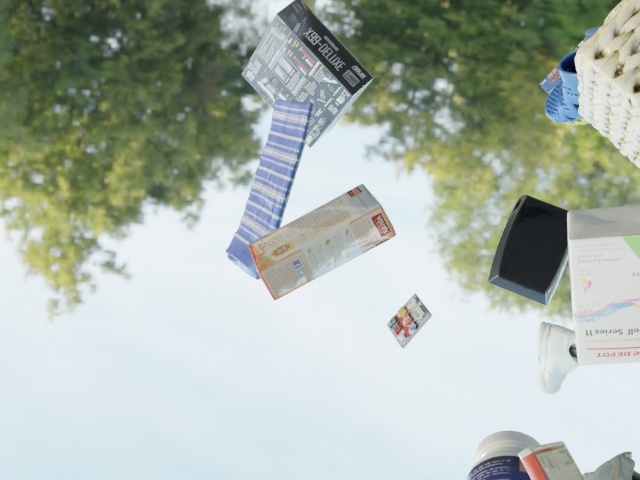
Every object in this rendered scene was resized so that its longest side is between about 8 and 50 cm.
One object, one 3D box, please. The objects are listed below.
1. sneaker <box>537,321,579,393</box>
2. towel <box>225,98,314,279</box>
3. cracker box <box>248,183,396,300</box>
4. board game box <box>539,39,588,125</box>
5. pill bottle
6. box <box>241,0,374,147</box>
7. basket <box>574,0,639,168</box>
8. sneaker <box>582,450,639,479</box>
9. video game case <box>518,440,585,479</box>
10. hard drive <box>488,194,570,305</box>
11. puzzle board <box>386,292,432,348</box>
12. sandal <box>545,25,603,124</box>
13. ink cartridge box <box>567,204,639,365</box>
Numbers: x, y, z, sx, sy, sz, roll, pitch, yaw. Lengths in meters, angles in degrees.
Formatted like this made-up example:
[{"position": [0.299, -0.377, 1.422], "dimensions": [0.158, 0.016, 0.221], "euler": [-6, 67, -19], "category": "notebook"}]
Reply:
[{"position": [0.502, 0.254, 2.342], "dimensions": [0.094, 0.212, 0.080], "euler": [5, -129, 20], "category": "sneaker"}, {"position": [-0.098, -0.103, 2.121], "dimensions": [0.040, 0.336, 0.243], "euler": [16, -176, -17], "category": "towel"}, {"position": [0.000, 0.000, 1.910], "dimensions": [0.232, 0.067, 0.156], "euler": [-29, -162, 0], "category": "cracker box"}, {"position": [0.592, -0.350, 2.523], "dimensions": [0.201, 0.136, 0.035], "euler": [27, -157, -48], "category": "board game box"}, {"position": [0.307, 0.440, 1.839], "dimensions": [0.153, 0.153, 0.264], "euler": [12, -149, 4], "category": "pill bottle"}, {"position": [-0.036, -0.368, 2.532], "dimensions": [0.242, 0.307, 0.076], "euler": [47, -115, 1], "category": "box"}, {"position": [0.496, -0.209, 1.330], "dimensions": [0.266, 0.331, 0.328], "euler": [41, -176, 14], "category": "basket"}, {"position": [0.578, 0.483, 1.960], "dimensions": [0.262, 0.121, 0.099], "euler": [48, -163, 3], "category": "sneaker"}, {"position": [0.384, 0.423, 1.612], "dimensions": [0.285, 0.025, 0.204], "euler": [63, -161, 18], "category": "video game case"}, {"position": [0.524, 0.016, 2.755], "dimensions": [0.172, 0.254, 0.054], "euler": [22, 157, 6], "category": "hard drive"}, {"position": [0.191, 0.172, 2.454], "dimensions": [0.011, 0.096, 0.128], "euler": [37, -172, -21], "category": "puzzle board"}, {"position": [0.513, -0.324, 2.161], "dimensions": [0.138, 0.126, 0.317], "euler": [10, 155, -17], "category": "sandal"}, {"position": [0.576, 0.115, 2.110], "dimensions": [0.207, 0.353, 0.119], "euler": [-5, -150, 13], "category": "ink cartridge box"}]
